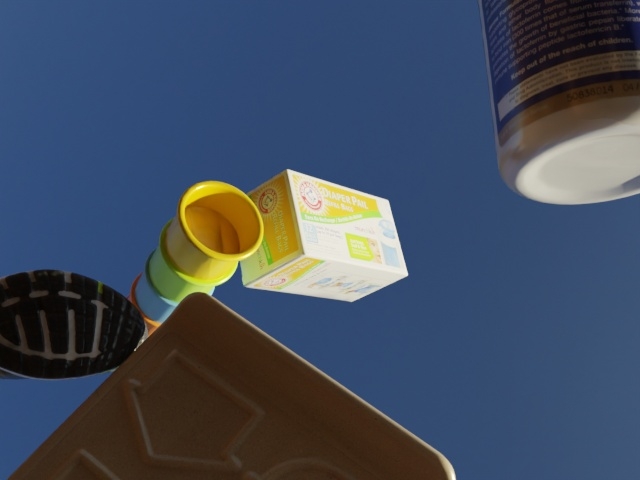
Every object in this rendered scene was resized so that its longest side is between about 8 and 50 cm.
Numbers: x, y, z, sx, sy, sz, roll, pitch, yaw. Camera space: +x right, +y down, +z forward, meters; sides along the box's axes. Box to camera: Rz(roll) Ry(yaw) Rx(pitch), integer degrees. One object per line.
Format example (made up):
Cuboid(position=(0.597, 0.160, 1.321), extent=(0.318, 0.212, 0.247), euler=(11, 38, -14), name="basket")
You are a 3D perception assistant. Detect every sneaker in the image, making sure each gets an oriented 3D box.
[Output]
Cuboid(position=(-0.324, 0.094, 0.787), extent=(0.300, 0.121, 0.111), euler=(2, -105, -2), name="sneaker")

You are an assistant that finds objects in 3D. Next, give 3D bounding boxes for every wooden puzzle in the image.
Cuboid(position=(-0.104, 0.257, 0.673), extent=(0.322, 0.080, 0.348), euler=(31, -116, 20), name="wooden puzzle")

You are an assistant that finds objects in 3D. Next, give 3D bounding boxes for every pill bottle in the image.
Cuboid(position=(0.207, -0.176, 0.625), extent=(0.153, 0.153, 0.265), euler=(-8, -111, 16), name="pill bottle")

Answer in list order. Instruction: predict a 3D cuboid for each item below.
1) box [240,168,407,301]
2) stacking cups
Cuboid(position=(0.000, 0.000, 0.967), extent=(0.103, 0.203, 0.114), euler=(-28, -116, 35), name="box")
Cuboid(position=(-0.179, 0.050, 0.898), extent=(0.316, 0.096, 0.096), euler=(-42, -114, 47), name="stacking cups")
